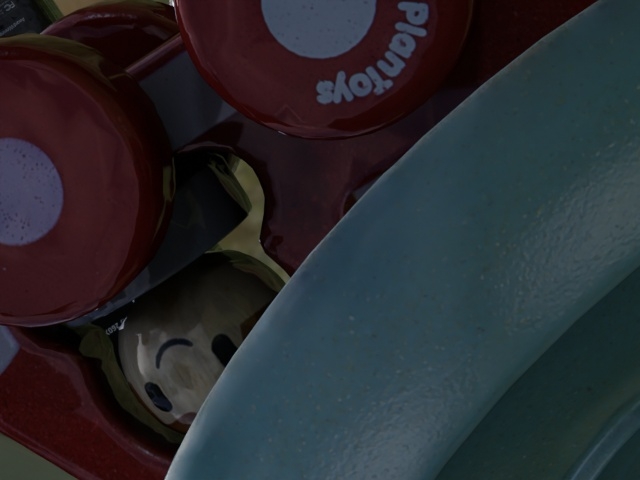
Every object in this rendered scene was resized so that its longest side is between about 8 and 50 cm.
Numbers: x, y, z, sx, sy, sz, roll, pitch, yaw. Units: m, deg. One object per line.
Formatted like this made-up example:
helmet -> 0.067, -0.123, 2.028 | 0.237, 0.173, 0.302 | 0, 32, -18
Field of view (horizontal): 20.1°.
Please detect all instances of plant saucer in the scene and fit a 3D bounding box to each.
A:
plant saucer -> 0.093, 0.049, 0.510 | 0.044, 0.317, 0.318 | 47, 166, 32

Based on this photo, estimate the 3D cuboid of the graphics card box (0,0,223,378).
graphics card box -> -0.242, -0.029, 1.414 | 0.371, 0.232, 0.094 | 55, -174, -3

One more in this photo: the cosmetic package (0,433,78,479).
cosmetic package -> -0.350, 0.301, 1.015 | 0.327, 0.329, 0.394 | -56, -17, -50

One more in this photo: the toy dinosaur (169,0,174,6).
toy dinosaur -> -0.009, -0.210, 0.854 | 0.064, 0.268, 0.118 | 48, -159, 2

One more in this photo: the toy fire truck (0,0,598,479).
toy fire truck -> 0.000, 0.000, 0.674 | 0.254, 0.302, 0.169 | 57, -166, -6
